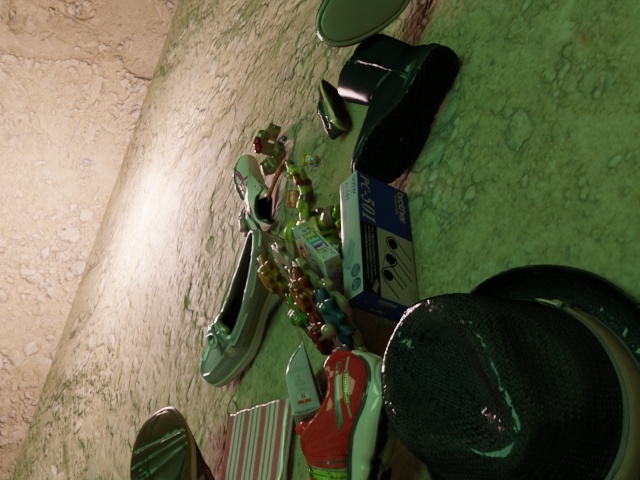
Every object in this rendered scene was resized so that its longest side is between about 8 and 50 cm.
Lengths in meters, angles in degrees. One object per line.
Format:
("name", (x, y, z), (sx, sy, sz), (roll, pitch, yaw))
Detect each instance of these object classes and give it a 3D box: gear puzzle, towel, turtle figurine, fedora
("gear puzzle", (-0.033, 0.093, 1.048), (0.044, 0.175, 0.339), (-29, 29, -16))
("towel", (-0.102, 0.343, 1.154), (0.197, 0.029, 0.144), (-29, 47, 47))
("turtle figurine", (0.000, 0.000, 1.149), (0.217, 0.087, 0.269), (4, 97, 57))
("fedora", (0.164, 0.151, 0.684), (0.334, 0.153, 0.333), (-40, 39, 43))

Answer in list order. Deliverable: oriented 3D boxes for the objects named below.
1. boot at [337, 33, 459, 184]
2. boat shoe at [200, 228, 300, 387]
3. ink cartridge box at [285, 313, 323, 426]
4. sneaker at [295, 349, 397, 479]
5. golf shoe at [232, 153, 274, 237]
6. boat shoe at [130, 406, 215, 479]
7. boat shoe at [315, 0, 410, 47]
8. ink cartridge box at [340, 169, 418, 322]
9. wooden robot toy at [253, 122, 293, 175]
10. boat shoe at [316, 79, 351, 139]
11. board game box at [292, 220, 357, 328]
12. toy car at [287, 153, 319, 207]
("boot", (0.090, -0.213, 1.121), (0.246, 0.094, 0.207), (-60, 32, 2))
("boat shoe", (-0.151, 0.127, 1.303), (0.320, 0.103, 0.118), (-59, 29, 16))
("ink cartridge box", (-0.023, 0.215, 0.991), (0.179, 0.045, 0.145), (-114, 8, -51))
("sneaker", (0.020, 0.263, 0.845), (0.118, 0.107, 0.278), (18, 97, 28))
("golf shoe", (-0.129, -0.099, 1.452), (0.086, 0.068, 0.186), (-28, 65, 42))
("boat shoe", (-0.228, 0.442, 1.194), (0.123, 0.123, 0.342), (-33, 45, -1))
("boat shoe", (0.114, -0.442, 1.183), (0.335, 0.112, 0.095), (-48, 10, -6))
("ink cartridge box", (0.080, 0.006, 0.989), (0.046, 0.097, 0.207), (-41, 39, 41))
("wooden robot toy", (-0.113, -0.177, 1.490), (0.173, 0.076, 0.079), (-104, 33, -48))
("boat shoe", (0.015, -0.248, 1.323), (0.049, 0.056, 0.152), (-46, 35, 27))
("board game box", (0.007, 0.059, 1.034), (0.103, 0.026, 0.154), (45, 155, 50))
("toy car", (-0.031, -0.114, 1.315), (0.041, 0.060, 0.121), (0, 75, 27))
